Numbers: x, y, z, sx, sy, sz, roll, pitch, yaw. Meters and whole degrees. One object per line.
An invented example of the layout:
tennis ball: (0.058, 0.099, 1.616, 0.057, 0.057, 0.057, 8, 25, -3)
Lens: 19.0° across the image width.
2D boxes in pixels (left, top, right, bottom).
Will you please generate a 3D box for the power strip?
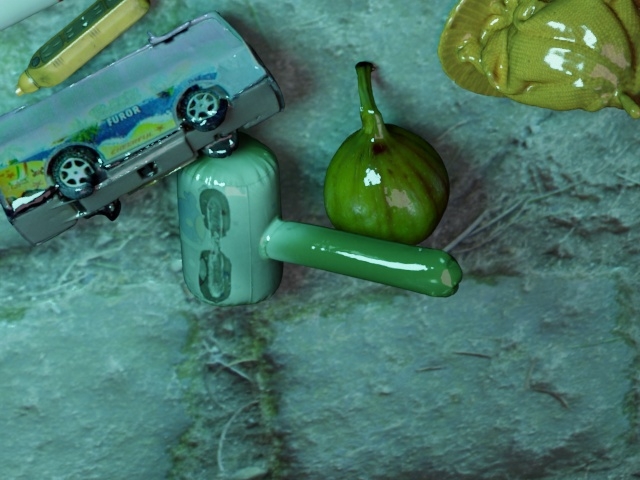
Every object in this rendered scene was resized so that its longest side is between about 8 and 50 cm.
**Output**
power strip: (-0.252, -0.210, 2.003, 0.178, 0.049, 0.028, -39, 124, 7)

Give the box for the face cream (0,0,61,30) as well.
face cream: (-0.274, -0.286, 1.905, 0.345, 0.102, 0.102, -27, 130, -3)

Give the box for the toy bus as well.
toy bus: (-0.202, -0.122, 2.029, 0.317, 0.138, 0.112, -28, 160, -4)

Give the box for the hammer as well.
hammer: (0.000, 0.000, 2.128, 0.335, 0.119, 0.206, 13, 130, 16)

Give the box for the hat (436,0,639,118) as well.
hat: (0.288, -0.198, 2.116, 0.244, 0.233, 0.233, -14, 131, -16)

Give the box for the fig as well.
fig: (0.079, -0.079, 2.178, 0.142, 0.148, 0.186, 19, 145, 16)
